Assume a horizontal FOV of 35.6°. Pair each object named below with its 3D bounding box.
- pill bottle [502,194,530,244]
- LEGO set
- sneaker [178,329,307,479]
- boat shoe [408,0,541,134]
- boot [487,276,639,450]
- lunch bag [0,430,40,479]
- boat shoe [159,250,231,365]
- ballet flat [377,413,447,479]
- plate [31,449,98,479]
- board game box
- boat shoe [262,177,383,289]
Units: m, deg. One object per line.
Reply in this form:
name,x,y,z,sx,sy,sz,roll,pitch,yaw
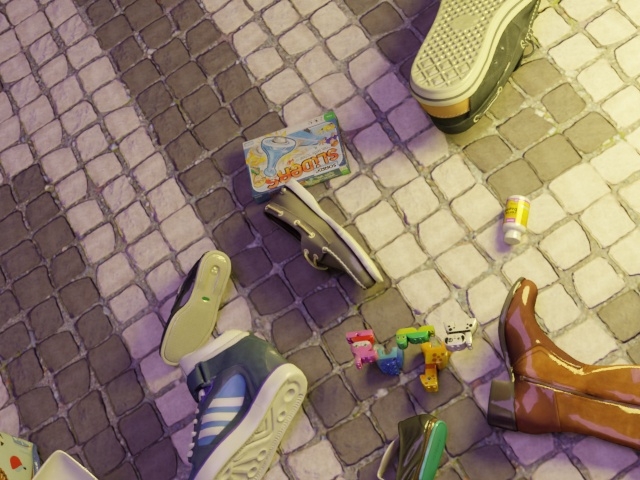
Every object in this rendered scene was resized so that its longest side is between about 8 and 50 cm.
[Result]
pill bottle,0.350,-0.036,1.790,0.043,0.043,0.083,5,66,21
LEGO set,0.162,0.207,1.705,0.227,0.087,0.093,-9,47,15
sneaker,-0.189,0.311,1.767,0.236,0.130,0.323,28,80,38
boat shoe,0.321,-0.408,1.930,0.187,0.156,0.500,13,58,29
boot,0.427,0.196,1.617,0.280,0.096,0.264,4,66,20
lunch bag,-0.636,0.518,1.687,0.239,0.328,0.385,-26,60,12
boat shoe,-0.244,0.129,1.907,0.079,0.084,0.233,2,66,62
ballet flat,0.134,0.415,1.618,0.096,0.095,0.280,-1,54,30
plate,-0.417,0.538,1.648,0.277,0.045,0.278,41,51,-8
board game box,-0.049,-0.166,1.998,0.201,0.035,0.136,-19,60,9
boat shoe,0.002,0.002,1.858,0.091,0.109,0.305,-41,53,-4
